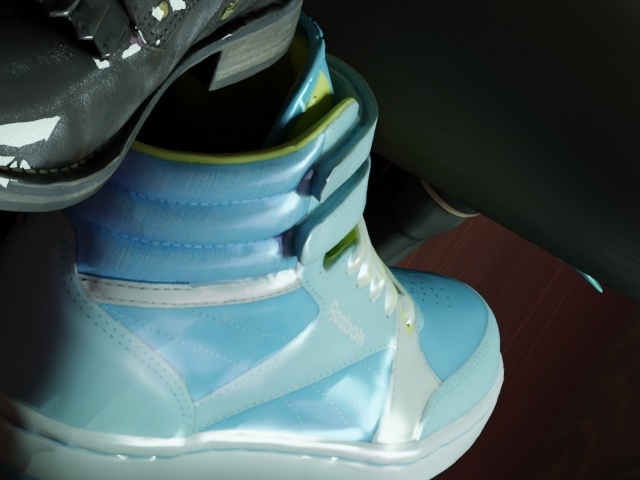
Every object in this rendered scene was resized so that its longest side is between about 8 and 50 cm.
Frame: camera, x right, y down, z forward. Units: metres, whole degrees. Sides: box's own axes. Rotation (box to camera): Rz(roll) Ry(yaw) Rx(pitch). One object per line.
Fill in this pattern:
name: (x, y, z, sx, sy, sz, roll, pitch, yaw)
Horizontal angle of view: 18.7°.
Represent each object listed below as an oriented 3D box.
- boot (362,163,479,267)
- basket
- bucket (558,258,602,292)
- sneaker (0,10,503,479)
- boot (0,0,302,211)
boot: (0.067, -0.043, 1.259, 0.137, 0.077, 0.198, -40, -179, 30)
basket: (0.094, -0.083, 0.866, 0.154, 0.227, 0.204, -45, 165, -30)
bucket: (0.159, -0.128, 1.067, 0.281, 0.183, 0.281, -48, 165, -17)
sneaker: (0.000, 0.000, 0.833, 0.319, 0.127, 0.208, -4, 124, -49)
boot: (-0.047, -0.145, 0.589, 0.263, 0.091, 0.229, -40, 156, -55)
